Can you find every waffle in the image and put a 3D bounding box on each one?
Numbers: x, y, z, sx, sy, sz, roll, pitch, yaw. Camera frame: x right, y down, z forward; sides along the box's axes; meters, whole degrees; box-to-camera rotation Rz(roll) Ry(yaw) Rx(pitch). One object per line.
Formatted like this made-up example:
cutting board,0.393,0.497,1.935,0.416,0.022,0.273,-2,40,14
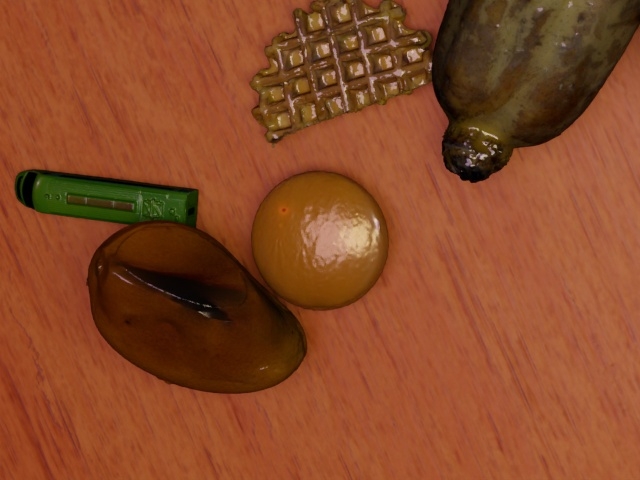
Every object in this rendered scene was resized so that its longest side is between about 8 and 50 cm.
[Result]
waffle,0.019,-0.160,1.643,0.160,0.046,0.192,40,107,8

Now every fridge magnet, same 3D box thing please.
fridge magnet,0.000,0.000,1.661,0.143,0.063,0.143,2,97,14

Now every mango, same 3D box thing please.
mango,-0.126,0.076,1.670,0.236,0.136,0.166,25,137,2

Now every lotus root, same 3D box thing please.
lotus root,0.194,-0.196,1.527,0.173,0.173,0.309,33,116,9

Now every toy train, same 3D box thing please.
toy train,-0.234,-0.043,1.731,0.209,0.042,0.044,7,99,14
